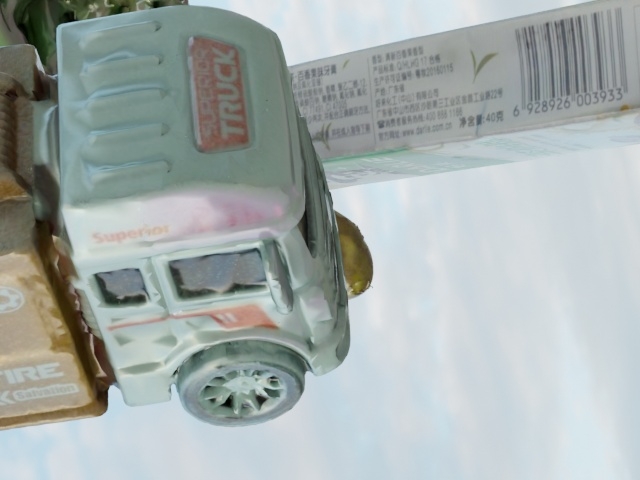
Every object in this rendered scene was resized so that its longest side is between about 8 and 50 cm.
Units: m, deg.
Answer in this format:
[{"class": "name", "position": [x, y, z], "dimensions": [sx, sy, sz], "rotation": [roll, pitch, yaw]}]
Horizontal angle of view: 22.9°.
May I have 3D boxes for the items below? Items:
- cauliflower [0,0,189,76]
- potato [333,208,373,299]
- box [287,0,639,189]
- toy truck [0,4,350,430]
[{"class": "cauliflower", "position": [-0.178, -0.057, 1.006], "dimensions": [0.315, 0.239, 0.256], "rotation": [44, 133, 42]}, {"class": "potato", "position": [0.000, 0.000, 1.009], "dimensions": [0.092, 0.046, 0.045], "rotation": [43, 172, -4]}, {"class": "box", "position": [0.053, -0.048, 0.527], "dimensions": [0.050, 0.207, 0.041], "rotation": [2, -97, -49]}, {"class": "toy truck", "position": [-0.085, -0.008, 0.365], "dimensions": [0.115, 0.177, 0.080], "rotation": [83, 178, -52]}]
